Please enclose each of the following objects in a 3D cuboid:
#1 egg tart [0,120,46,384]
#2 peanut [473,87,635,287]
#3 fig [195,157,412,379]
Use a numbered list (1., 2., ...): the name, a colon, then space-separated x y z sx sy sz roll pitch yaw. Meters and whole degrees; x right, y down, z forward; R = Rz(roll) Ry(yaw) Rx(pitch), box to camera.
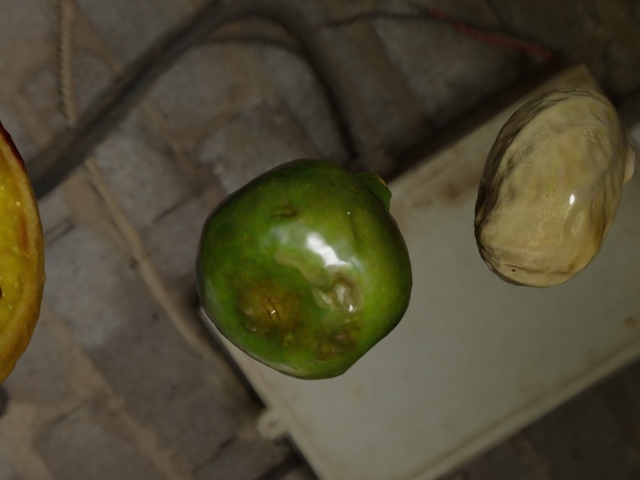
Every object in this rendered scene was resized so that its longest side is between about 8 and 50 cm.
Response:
1. egg tart: -0.272 0.007 0.923 0.215 0.171 0.215 28 56 -52
2. peanut: 0.171 -0.037 1.214 0.159 0.109 0.140 -55 153 -42
3. fig: 0.000 0.000 1.535 0.206 0.206 0.275 53 32 -15
